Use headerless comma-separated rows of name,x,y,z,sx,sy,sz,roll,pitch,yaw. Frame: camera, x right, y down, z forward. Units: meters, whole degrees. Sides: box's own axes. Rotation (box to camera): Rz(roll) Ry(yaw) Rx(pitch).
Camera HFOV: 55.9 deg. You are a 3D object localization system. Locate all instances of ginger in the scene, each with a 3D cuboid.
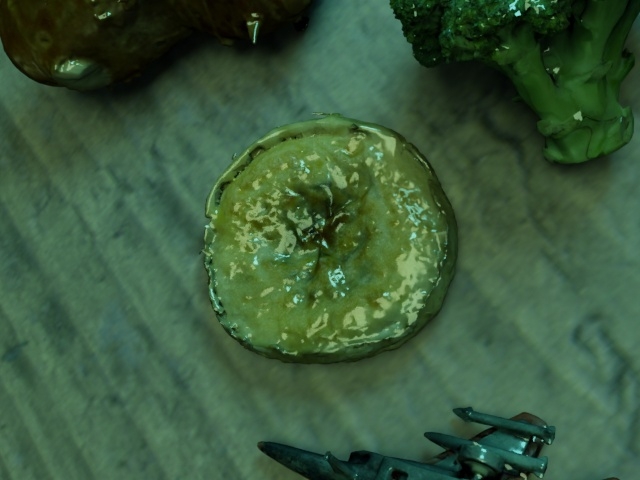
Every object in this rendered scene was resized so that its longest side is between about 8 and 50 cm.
ginger,-0.162,-0.279,0.655,0.418,0.176,0.254,-31,66,5

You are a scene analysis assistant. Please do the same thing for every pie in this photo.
pie,0.000,0.000,0.610,0.274,0.055,0.274,-3,78,17

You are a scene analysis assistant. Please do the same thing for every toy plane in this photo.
toy plane,0.077,0.223,0.517,0.326,0.104,0.223,14,57,23

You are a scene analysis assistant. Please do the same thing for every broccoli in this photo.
broccoli,0.198,-0.201,0.504,0.270,0.270,0.270,-20,107,13
